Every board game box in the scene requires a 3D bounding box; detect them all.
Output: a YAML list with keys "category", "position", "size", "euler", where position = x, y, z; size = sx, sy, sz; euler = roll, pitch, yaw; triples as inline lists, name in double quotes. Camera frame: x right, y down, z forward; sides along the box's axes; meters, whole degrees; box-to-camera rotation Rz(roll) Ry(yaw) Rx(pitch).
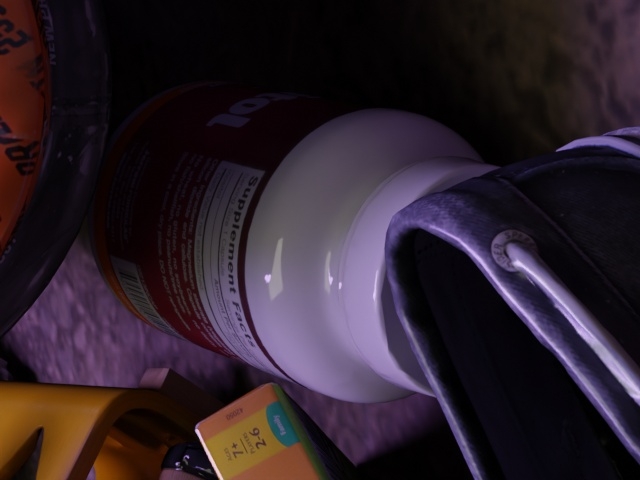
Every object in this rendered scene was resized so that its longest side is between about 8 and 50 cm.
- category: "board game box"
  position: [0.045, 0.171, 0.588]
  size: [0.259, 0.039, 0.124]
  euler: [59, -179, 22]

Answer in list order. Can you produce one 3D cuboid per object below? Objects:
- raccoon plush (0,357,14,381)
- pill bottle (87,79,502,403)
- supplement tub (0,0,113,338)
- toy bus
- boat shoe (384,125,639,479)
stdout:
- category: "raccoon plush"
  position: [-0.226, 0.216, 1.013]
  size: [0.299, 0.216, 0.446]
  euler: [-9, 113, 49]
- category: "pill bottle"
  position: [0.000, 0.000, 0.594]
  size: [0.152, 0.086, 0.086]
  euler: [16, 116, 55]
- category: "supplement tub"
  position: [-0.174, -0.055, 0.641]
  size: [0.338, 0.207, 0.207]
  euler: [-148, 48, -78]
- category: "toy bus"
  position: [-0.071, 0.101, 0.733]
  size: [0.202, 0.104, 0.191]
  euler: [21, 160, 9]
- category: "boat shoe"
  position: [0.104, 0.113, 0.456]
  size: [0.108, 0.102, 0.301]
  euler: [-44, 65, 56]
